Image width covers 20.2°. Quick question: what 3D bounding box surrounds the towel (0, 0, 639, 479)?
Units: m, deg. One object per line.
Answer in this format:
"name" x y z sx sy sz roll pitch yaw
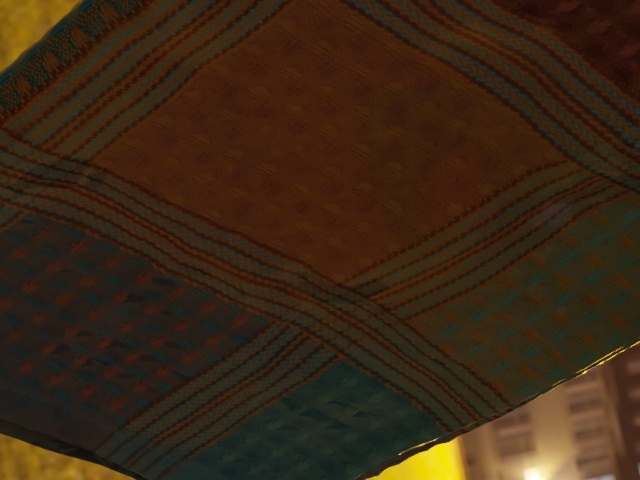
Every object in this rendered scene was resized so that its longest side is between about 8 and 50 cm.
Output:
"towel" 0.000 0.000 0.644 0.271 0.370 0.040 27 47 -33
